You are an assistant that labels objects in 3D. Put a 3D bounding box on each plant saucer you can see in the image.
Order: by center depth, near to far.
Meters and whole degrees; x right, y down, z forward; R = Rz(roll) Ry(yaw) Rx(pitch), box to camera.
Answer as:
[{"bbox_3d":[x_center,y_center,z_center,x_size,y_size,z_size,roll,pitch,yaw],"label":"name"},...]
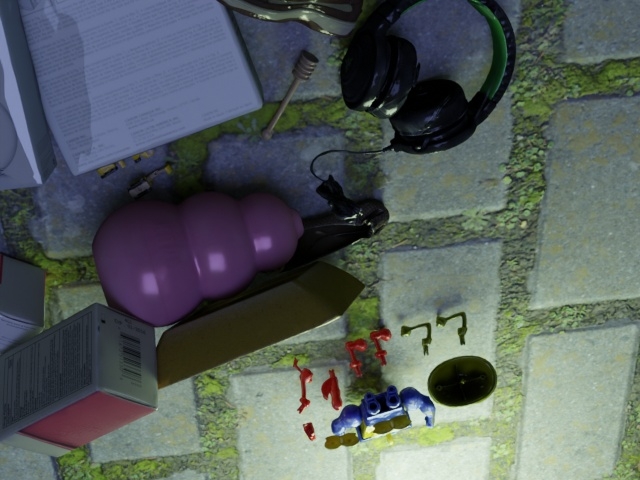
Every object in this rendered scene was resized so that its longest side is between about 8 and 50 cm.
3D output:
[{"bbox_3d":[-0.110,0.124,1.818,0.333,0.333,0.081,-23,92,11],"label":"plant saucer"}]

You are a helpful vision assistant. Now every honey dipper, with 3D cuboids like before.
[{"bbox_3d":[-0.051,-0.222,1.731,0.031,0.030,0.160,19,124,-21],"label":"honey dipper"}]

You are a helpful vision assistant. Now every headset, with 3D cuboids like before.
[{"bbox_3d":[0.135,-0.207,1.674,0.243,0.185,0.394,36,101,-29],"label":"headset"}]

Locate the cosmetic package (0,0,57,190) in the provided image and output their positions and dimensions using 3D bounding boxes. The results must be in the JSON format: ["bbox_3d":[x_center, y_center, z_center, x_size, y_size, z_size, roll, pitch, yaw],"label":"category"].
[{"bbox_3d":[-0.592,-0.200,1.556,0.377,0.097,0.284,-7,112,4],"label":"cosmetic package"}]

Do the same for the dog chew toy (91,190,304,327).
[{"bbox_3d":[-0.190,0.014,1.775,0.332,0.206,0.206,-16,126,-7],"label":"dog chew toy"}]

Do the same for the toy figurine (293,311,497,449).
[{"bbox_3d":[0.134,0.289,2.089,0.363,0.191,0.217,-18,156,-5],"label":"toy figurine"}]

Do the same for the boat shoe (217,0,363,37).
[{"bbox_3d":[-0.044,-0.365,1.570,0.258,0.095,0.095,3,129,-41],"label":"boat shoe"}]

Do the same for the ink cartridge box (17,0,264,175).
[{"bbox_3d":[-0.290,-0.321,1.608,0.308,0.091,0.384,-19,109,5],"label":"ink cartridge box"}]

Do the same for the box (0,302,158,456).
[{"bbox_3d":[-0.374,0.218,1.698,0.232,0.148,0.127,-28,143,29],"label":"box"}]

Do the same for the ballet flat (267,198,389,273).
[{"bbox_3d":[0.000,0.000,1.875,0.250,0.058,0.084,-20,127,4],"label":"ballet flat"}]

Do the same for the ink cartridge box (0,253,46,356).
[{"bbox_3d":[-0.537,0.158,1.835,0.092,0.158,0.218,22,119,-26],"label":"ink cartridge box"}]

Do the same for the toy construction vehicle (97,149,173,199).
[{"bbox_3d":[-0.297,-0.116,1.764,0.098,0.035,0.086,-32,113,10],"label":"toy construction vehicle"}]
